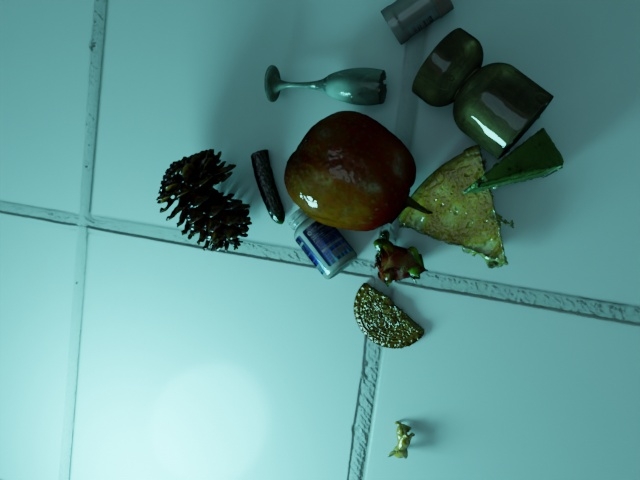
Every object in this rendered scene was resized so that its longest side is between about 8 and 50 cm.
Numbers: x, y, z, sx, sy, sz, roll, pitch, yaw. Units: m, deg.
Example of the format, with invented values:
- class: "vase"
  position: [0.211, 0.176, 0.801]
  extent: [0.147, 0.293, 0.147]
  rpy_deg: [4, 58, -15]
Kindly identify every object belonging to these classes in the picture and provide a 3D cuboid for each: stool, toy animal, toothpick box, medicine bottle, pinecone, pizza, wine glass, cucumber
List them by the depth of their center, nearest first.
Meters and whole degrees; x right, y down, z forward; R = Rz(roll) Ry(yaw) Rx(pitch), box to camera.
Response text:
- class: "stool"
  position: [0.367, -0.334, 1.222]
  extent: [0.264, 0.179, 0.179]
  rpy_deg: [42, 105, 12]
- class: "toothpick box"
  position: [0.234, -0.561, 1.297]
  extent: [0.149, 0.098, 0.098]
  rpy_deg: [-30, 83, 19]
- class: "pizza"
  position: [0.349, -0.045, 1.305]
  extent: [0.280, 0.075, 0.287]
  rpy_deg: [-37, 82, 22]
- class: "toy animal"
  position: [0.206, 0.527, 1.396]
  extent: [0.081, 0.061, 0.083]
  rpy_deg: [38, 109, 39]
- class: "medicine bottle"
  position: [0.000, 0.000, 1.408]
  extent: [0.107, 0.107, 0.191]
  rpy_deg: [-41, 80, 17]
- class: "wine glass"
  position: [0.017, -0.328, 1.424]
  extent: [0.310, 0.096, 0.264]
  rpy_deg: [8, 119, 18]
- class: "pinecone"
  position: [-0.300, -0.101, 1.451]
  extent: [0.246, 0.246, 0.292]
  rpy_deg: [-32, 102, 18]
- class: "cucumber"
  position: [-0.143, -0.145, 1.481]
  extent: [0.058, 0.052, 0.214]
  rpy_deg: [-16, 90, -16]

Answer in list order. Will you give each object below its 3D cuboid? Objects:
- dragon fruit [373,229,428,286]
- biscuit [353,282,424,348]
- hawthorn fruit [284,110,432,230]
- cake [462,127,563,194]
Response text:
- class: "dragon fruit"
  position: [0.183, 0.052, 1.334]
  extent: [0.142, 0.138, 0.175]
  rpy_deg: [-47, 65, 39]
- class: "biscuit"
  position: [0.163, 0.214, 1.406]
  extent: [0.206, 0.025, 0.126]
  rpy_deg: [39, 105, 14]
- class: "hawthorn fruit"
  position: [0.101, -0.146, 1.285]
  extent: [0.369, 0.285, 0.284]
  rpy_deg: [23, 101, 5]
- class: "cake"
  position: [0.417, -0.174, 1.198]
  extent: [0.235, 0.100, 0.099]
  rpy_deg: [-15, 79, -17]
